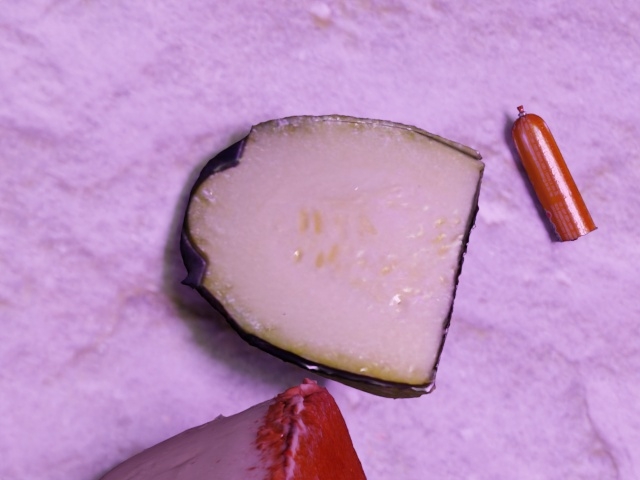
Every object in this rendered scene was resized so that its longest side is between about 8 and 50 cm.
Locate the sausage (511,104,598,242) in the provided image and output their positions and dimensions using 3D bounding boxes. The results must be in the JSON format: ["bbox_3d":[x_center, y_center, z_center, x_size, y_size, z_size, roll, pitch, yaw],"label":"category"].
[{"bbox_3d":[0.168,-0.050,1.207,0.031,0.031,0.107,-25,88,-35],"label":"sausage"}]

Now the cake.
[{"bbox_3d":[-0.026,0.210,0.947,0.262,0.158,0.159,59,20,-31],"label":"cake"}]

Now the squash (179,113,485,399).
[{"bbox_3d":[0.002,0.012,1.072,0.184,0.085,0.192,15,61,4],"label":"squash"}]
